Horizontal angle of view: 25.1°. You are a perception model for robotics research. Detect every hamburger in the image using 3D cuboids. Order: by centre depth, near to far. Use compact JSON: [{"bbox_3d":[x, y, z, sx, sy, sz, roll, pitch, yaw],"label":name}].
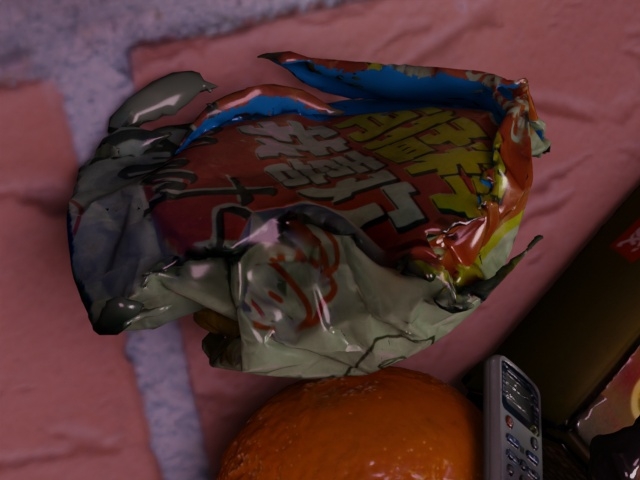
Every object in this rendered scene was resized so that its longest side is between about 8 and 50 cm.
[{"bbox_3d":[-0.004,0.001,0.824,0.276,0.261,0.151,-4,124,10],"label":"hamburger"}]

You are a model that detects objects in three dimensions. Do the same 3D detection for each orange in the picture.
[{"bbox_3d":[0.031,0.168,0.865,0.193,0.161,0.193,2,84,-18],"label":"orange"}]

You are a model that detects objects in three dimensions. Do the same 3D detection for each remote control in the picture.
[{"bbox_3d":[0.110,0.126,0.825,0.053,0.017,0.124,41,39,-35],"label":"remote control"}]

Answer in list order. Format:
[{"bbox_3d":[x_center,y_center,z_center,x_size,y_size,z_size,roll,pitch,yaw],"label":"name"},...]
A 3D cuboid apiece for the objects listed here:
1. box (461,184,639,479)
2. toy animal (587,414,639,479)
[{"bbox_3d":[0.362,0.119,1.014,0.373,0.138,0.420,-46,110,-13],"label":"box"},{"bbox_3d":[0.192,0.230,0.848,0.106,0.343,0.168,-30,66,-26],"label":"toy animal"}]
